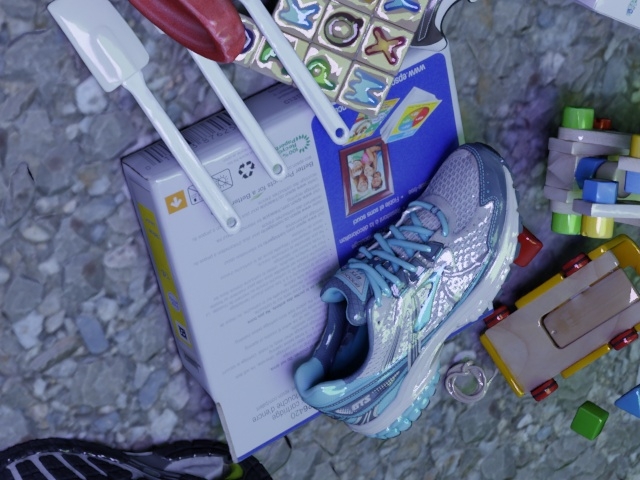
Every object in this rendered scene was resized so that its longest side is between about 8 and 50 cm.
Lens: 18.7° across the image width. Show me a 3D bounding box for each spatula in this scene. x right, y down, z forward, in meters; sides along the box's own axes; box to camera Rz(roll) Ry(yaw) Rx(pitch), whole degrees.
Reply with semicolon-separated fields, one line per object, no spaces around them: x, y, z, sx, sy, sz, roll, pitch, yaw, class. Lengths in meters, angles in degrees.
-0.084;-0.139;1.568;0.168;0.019;0.242;-39;108;-12;spatula

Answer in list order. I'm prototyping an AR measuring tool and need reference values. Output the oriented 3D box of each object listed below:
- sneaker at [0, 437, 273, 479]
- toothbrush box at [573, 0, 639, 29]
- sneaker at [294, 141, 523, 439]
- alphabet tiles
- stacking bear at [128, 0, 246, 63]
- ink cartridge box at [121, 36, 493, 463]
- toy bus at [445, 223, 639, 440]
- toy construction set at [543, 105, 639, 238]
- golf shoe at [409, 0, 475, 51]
-0.179;0.252;1.709;0.300;0.111;0.121;6;114;-35;sneaker
0.337;-0.327;1.749;0.206;0.122;0.283;13;105;-39;toothbrush box
0.073;0.041;1.688;0.122;0.110;0.283;18;101;-38;sneaker
0.005;-0.241;1.585;0.198;0.009;0.237;21;102;-15;alphabet tiles
-0.039;-0.296;1.468;0.289;0.164;0.175;-44;112;-12;stacking bear
0.000;0.000;1.727;0.303;0.072;0.307;-28;129;-22;ink cartridge box
0.245;0.080;1.910;0.104;0.202;0.191;-21;123;-62;toy bus
0.342;-0.050;1.828;0.327;0.215;0.151;17;89;-36;toy construction set
0.112;-0.253;1.644;0.094;0.077;0.198;28;105;-9;golf shoe
